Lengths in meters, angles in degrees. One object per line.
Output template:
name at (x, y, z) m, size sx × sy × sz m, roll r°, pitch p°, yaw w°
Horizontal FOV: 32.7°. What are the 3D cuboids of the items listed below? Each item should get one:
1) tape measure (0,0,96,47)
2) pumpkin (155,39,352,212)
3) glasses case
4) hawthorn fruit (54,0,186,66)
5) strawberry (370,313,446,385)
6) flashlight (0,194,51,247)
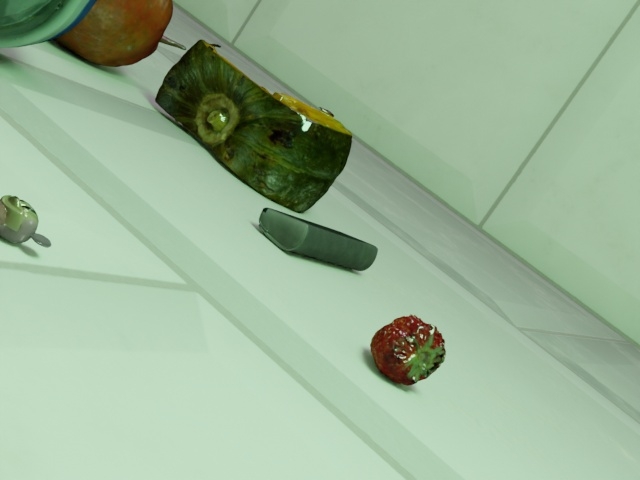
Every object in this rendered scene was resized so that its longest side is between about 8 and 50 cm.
tape measure at (-0.374, -0.350, 1.256) m, size 0.262 × 0.259 × 0.138 m, roll 39°, pitch 11°, yaw 0°
pumpkin at (-0.085, -0.169, 1.626) m, size 0.280 × 0.139 × 0.190 m, roll 43°, pitch 17°, yaw 29°
glasses case at (-0.001, 0.000, 1.384) m, size 0.072 × 0.042 × 0.190 m, roll 32°, pitch 8°, yaw 31°
hawthorn fruit at (-0.308, -0.353, 1.642) m, size 0.210 × 0.210 × 0.262 m, roll 44°, pitch 1°, yaw 44°
strawberry at (0.080, 0.106, 1.094) m, size 0.073 × 0.073 × 0.083 m, roll 26°, pitch 1°, yaw -39°
flashlight at (-0.240, -0.024, 0.773) m, size 0.110 × 0.031 × 0.052 m, roll 22°, pitch 16°, yaw -49°
